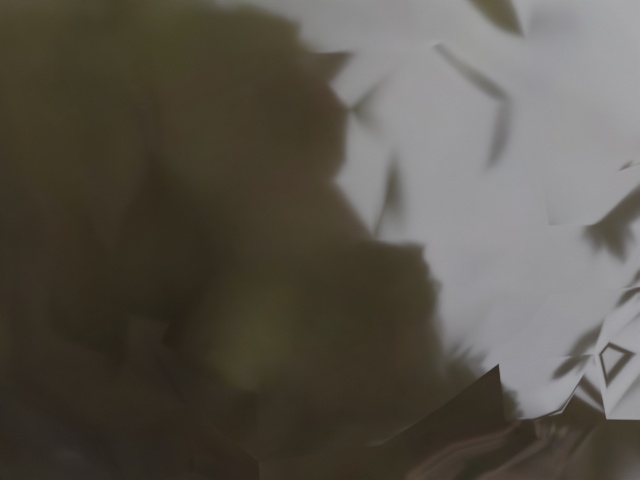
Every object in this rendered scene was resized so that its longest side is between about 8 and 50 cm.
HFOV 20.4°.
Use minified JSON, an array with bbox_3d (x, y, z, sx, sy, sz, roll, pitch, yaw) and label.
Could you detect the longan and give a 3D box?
[{"bbox_3d":[0.000,0.000,0.584,0.391,0.391,0.391,37,37,-35],"label":"longan"}]
